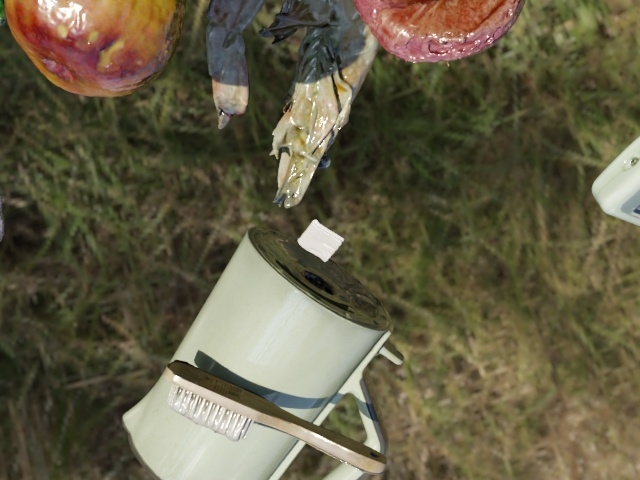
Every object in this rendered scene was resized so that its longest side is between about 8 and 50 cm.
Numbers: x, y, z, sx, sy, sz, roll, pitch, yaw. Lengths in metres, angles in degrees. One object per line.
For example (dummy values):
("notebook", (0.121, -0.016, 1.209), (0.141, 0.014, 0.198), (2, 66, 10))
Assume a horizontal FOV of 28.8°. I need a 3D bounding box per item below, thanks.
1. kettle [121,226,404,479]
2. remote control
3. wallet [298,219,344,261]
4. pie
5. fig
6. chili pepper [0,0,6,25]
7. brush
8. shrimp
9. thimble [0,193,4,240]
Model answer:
("kettle", (-0.057, 0.229, 1.866), (0.377, 0.361, 0.250), (-55, -173, 13))
("remote control", (0.449, -0.052, 1.458), (0.296, 0.056, 0.140), (17, 129, -39))
("wallet", (0.000, 0.000, 1.450), (0.011, 0.044, 0.083), (-57, -178, -21))
("pie", (0.121, -0.260, 1.247), (0.182, 0.182, 0.049), (-19, 157, 2))
("fig", (-0.181, -0.248, 1.108), (0.159, 0.257, 0.159), (11, 152, 6))
("chili pepper", (-0.469, -0.390, 1.759), (0.073, 0.182, 0.050), (-15, 170, -41))
("brush", (-0.068, 0.257, 1.699), (0.327, 0.065, 0.070), (23, -171, 3))
("shrimp", (-0.034, -0.205, 1.414), (0.246, 0.085, 0.360), (-9, 116, -39))
("thimble", (-0.483, -0.057, 1.671), (0.097, 0.150, 0.150), (-10, 157, -20))
